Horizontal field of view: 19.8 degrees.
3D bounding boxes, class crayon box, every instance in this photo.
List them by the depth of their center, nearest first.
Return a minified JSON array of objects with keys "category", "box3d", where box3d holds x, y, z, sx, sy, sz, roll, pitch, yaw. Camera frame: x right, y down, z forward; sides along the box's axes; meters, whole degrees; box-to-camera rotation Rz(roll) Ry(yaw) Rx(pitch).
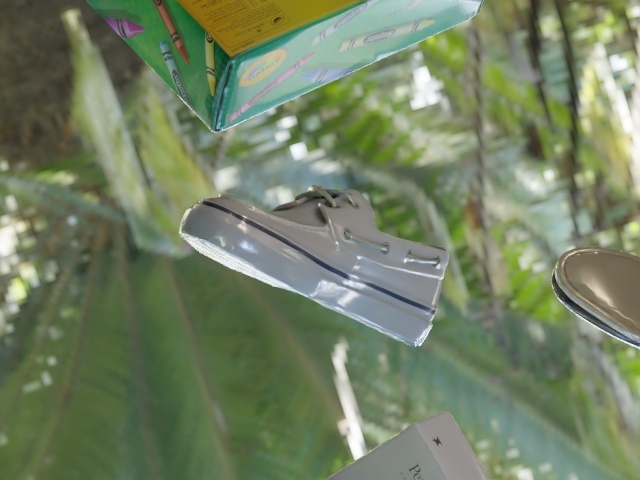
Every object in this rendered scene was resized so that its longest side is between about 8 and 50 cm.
[{"category":"crayon box","box3d":[-0.018,-0.206,1.400,0.278,0.165,0.081,-27,151,-33]}]

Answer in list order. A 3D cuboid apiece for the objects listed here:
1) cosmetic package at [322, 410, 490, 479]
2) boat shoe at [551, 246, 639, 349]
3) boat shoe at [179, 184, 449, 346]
[{"category":"cosmetic package","box3d":[0.085,0.386,1.634,0.284,0.377,0.097,-35,169,24]},{"category":"boat shoe","box3d":[0.250,0.068,1.373,0.065,0.206,0.075,-45,-148,46]},{"category":"boat shoe","box3d":[0.000,0.000,1.147,0.083,0.076,0.226,20,175,38]}]
